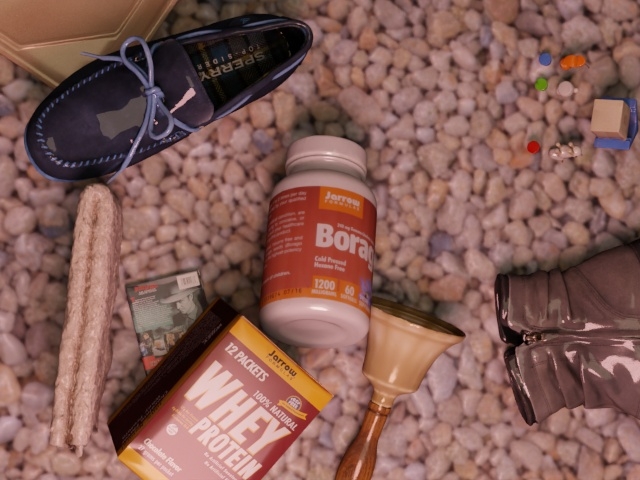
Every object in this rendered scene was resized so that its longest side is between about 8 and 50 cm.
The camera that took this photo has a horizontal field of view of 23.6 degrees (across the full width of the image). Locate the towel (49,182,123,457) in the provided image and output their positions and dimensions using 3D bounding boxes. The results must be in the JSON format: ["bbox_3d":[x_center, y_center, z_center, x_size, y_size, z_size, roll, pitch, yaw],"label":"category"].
[{"bbox_3d":[-0.243,0.082,1.622,0.049,0.187,0.282,6,87,-5],"label":"towel"}]

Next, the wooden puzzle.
[{"bbox_3d":[-0.285,-0.291,1.709,0.239,0.044,0.221,33,83,-2],"label":"wooden puzzle"}]

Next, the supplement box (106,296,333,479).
[{"bbox_3d":[-0.112,0.180,1.624,0.129,0.194,0.191,42,85,-11],"label":"supplement box"}]

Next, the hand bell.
[{"bbox_3d":[0.062,0.195,1.722,0.126,0.126,0.242,20,96,-8],"label":"hand bell"}]

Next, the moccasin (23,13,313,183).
[{"bbox_3d":[-0.160,-0.175,1.639,0.342,0.117,0.137,-33,98,-27],"label":"moccasin"}]

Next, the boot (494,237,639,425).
[{"bbox_3d":[0.332,0.176,1.762,0.223,0.118,0.338,-18,79,-7],"label":"boot"}]

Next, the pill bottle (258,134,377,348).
[{"bbox_3d":[0.000,0.000,1.678,0.121,0.121,0.216,8,66,-9],"label":"pill bottle"}]

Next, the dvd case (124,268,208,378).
[{"bbox_3d":[-0.164,0.100,1.721,0.087,0.013,0.119,-14,91,-10],"label":"dvd case"}]

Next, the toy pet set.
[{"bbox_3d":[0.312,-0.150,1.801,0.114,0.065,0.122,6,82,26],"label":"toy pet set"}]
